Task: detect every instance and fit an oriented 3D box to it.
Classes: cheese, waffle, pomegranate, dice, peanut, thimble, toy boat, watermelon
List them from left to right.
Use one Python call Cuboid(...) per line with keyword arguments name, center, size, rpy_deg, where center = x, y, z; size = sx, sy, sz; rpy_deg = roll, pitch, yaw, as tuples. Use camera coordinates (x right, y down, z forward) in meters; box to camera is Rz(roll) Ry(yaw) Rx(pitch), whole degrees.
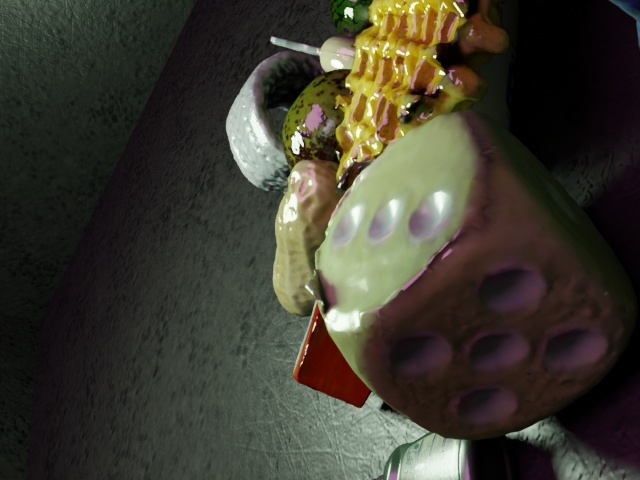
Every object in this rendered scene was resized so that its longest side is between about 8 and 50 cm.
Cuboid(name="thimble", center=(-0.060, -0.220, 1.461), size=(0.157, 0.217, 0.245), rpy_deg=(138, 135, -57))
Cuboid(name="peanut", center=(0.000, 0.000, 1.216), size=(0.152, 0.152, 0.313), rpy_deg=(-102, 13, -46))
Cuboid(name="cheese", center=(0.037, -0.322, 1.345), size=(0.163, 0.249, 0.070), rpy_deg=(-121, 45, -75))
Cuboid(name="pomegranate", center=(0.057, -0.153, 1.262), size=(0.248, 0.214, 0.214), rpy_deg=(48, 122, 17))
Cuboid(name="watermelon", center=(0.081, -0.421, 1.422), size=(0.187, 0.141, 0.140), rpy_deg=(-36, 42, 58))
Cuboid(name="toy boat", center=(0.075, 0.070, 1.115), size=(0.133, 0.145, 0.332), rpy_deg=(-63, -4, -85))
Cuboid(name="waffle", center=(0.121, -0.255, 0.999), size=(0.382, 0.095, 0.379), rpy_deg=(137, 145, -55))
Cuboid(name="dice", center=(0.155, 0.033, 0.814), size=(0.250, 0.254, 0.252), rpy_deg=(-41, 29, 21))

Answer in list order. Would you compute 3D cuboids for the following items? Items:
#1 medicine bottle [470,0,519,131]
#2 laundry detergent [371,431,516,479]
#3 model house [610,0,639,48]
Cuboid(name="medicine bottle", center=(0.205, -0.230, 1.072), size=(0.130, 0.130, 0.341), rpy_deg=(-22, 54, 55))
Cuboid(name="laundry detergent", center=(0.129, 0.299, 0.912), size=(0.222, 0.078, 0.144), rpy_deg=(-36, 43, 46))
Cuboid(name="model house", center=(0.371, -0.203, 0.527), size=(0.334, 0.343, 0.382), rpy_deg=(-53, 32, 27))
